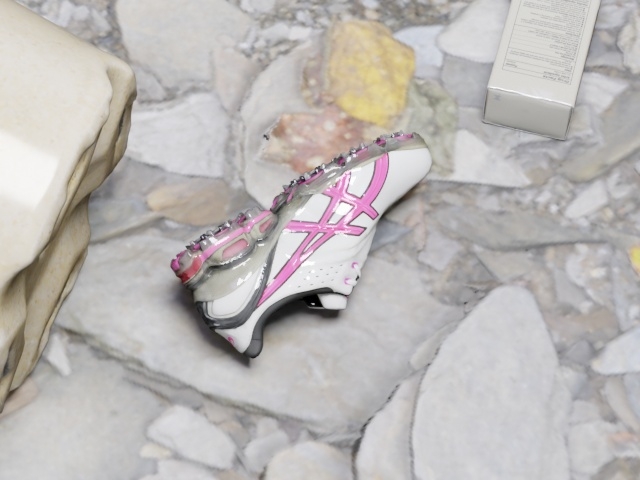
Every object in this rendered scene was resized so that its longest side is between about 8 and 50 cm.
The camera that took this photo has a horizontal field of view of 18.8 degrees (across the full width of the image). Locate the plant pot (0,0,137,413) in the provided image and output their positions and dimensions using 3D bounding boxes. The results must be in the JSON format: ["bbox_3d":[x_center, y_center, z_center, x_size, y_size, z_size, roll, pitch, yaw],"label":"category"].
[{"bbox_3d":[-0.282,-0.053,1.094,0.306,0.334,0.333,22,60,-1],"label":"plant pot"}]

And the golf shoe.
[{"bbox_3d":[0.000,0.000,1.194,0.186,0.067,0.086,-33,93,-21],"label":"golf shoe"}]

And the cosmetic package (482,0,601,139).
[{"bbox_3d":[0.148,-0.128,1.279,0.060,0.041,0.115,15,59,8],"label":"cosmetic package"}]
